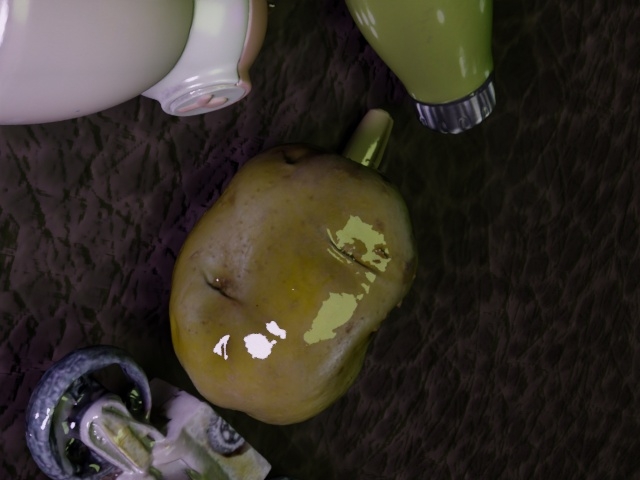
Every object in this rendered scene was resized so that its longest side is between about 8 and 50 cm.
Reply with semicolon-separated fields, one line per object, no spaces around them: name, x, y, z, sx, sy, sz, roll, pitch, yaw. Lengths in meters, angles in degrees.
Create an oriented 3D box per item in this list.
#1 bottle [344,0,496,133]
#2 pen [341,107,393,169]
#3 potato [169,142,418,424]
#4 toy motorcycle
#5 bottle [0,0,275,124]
bottle;0.069;-0.200;0.850;0.112;0.112;0.260;-42;129;-22
pen;0.000;0.000;0.919;0.233;0.032;0.040;-63;156;-2
potato;-0.024;0.029;0.821;0.137;0.154;0.200;30;88;-38
toy motorcycle;-0.128;0.222;0.833;0.223;0.107;0.341;-56;138;-16
bottle;-0.128;-0.142;0.686;0.236;0.147;0.148;-5;108;-48
